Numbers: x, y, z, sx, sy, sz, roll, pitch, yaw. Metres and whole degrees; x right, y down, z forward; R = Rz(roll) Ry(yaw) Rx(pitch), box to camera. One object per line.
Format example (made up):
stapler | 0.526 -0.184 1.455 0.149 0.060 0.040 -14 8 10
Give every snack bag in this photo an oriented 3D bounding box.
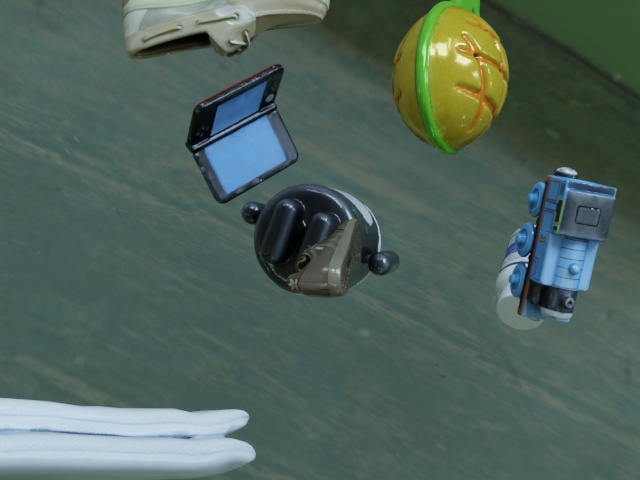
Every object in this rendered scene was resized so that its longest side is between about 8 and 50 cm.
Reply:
snack bag | -0.256 0.093 0.421 0.342 0.323 0.037 11 70 -37

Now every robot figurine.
robot figurine | -0.001 -0.003 1.491 0.173 0.278 0.209 -32 80 13

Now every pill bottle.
pill bottle | 0.375 0.069 1.704 0.112 0.112 0.186 40 43 -11

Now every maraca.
maraca | 0.121 -0.157 0.852 0.185 0.099 0.127 -63 143 -41

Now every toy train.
toy train | 0.273 0.009 1.088 0.080 0.105 0.184 10 98 -11

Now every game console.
game console | -0.090 -0.137 1.211 0.144 0.124 0.085 -34 73 -30

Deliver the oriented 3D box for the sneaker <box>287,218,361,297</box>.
sneaker | 0.008 0.017 1.190 0.071 0.188 0.066 -1 107 11

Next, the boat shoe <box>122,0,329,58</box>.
boat shoe | -0.136 -0.313 1.381 0.302 0.109 0.098 -3 83 1
